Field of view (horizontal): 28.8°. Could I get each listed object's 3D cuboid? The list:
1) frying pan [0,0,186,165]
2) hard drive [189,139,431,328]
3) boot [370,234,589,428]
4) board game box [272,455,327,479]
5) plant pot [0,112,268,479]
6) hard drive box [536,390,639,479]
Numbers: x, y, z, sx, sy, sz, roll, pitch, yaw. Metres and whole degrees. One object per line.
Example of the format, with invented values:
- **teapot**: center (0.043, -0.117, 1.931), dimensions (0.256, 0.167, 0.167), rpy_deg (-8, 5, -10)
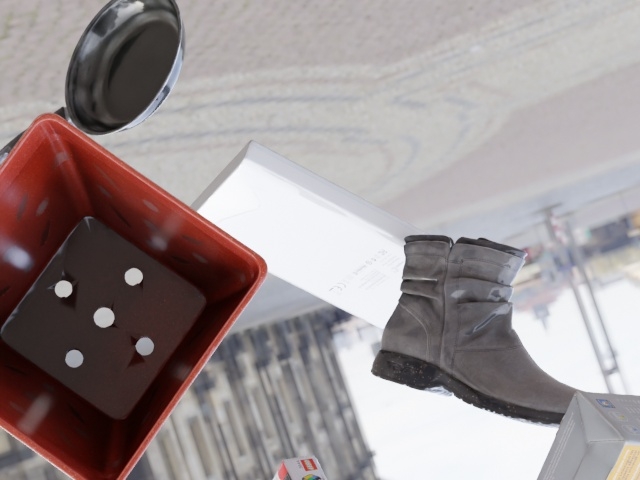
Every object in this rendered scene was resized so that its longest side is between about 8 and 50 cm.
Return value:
- **frying pan**: center (-0.268, -0.161, 1.504), dimensions (0.053, 0.197, 0.326), rpy_deg (27, 101, -47)
- **hard drive**: center (0.000, 0.000, 1.804), dimensions (0.353, 0.047, 0.233), rpy_deg (27, 146, -16)
- **boot**: center (0.234, 0.111, 1.617), dimensions (0.338, 0.222, 0.118), rpy_deg (15, 176, 24)
- **board game box**: center (-0.040, 0.439, 1.551), dimensions (0.053, 0.193, 0.305), rpy_deg (-2, 134, -32)
- **plant pot**: center (-0.232, 0.071, 1.270), dimensions (0.267, 0.267, 0.236), rpy_deg (-55, 178, -8)
- **hard drive box**: center (0.341, 0.256, 1.278), dimensions (0.232, 0.181, 0.089), rpy_deg (6, -155, -29)
